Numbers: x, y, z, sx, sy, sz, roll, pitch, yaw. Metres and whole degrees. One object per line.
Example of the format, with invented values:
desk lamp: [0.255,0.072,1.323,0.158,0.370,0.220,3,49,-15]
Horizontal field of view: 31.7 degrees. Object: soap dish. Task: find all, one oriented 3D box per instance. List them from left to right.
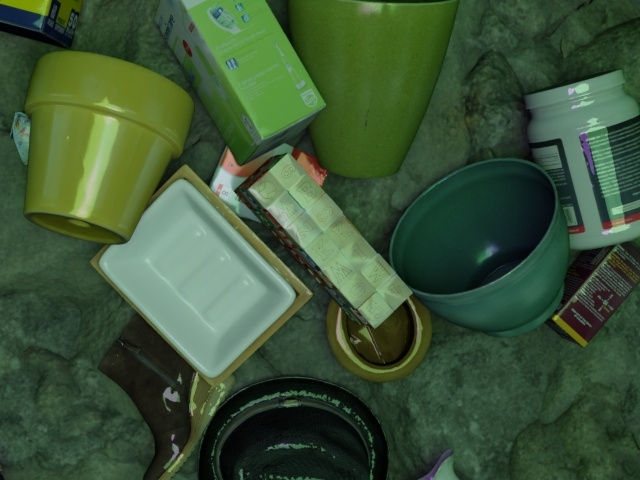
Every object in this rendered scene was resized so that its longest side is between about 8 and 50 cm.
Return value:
soap dish: [-0.188,0.056,1.815,0.229,0.118,0.291,-44,90,10]

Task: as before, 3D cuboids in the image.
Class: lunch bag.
lunch bag: [-0.469,-0.168,1.815,0.053,0.071,0.083,-19,100,-4]

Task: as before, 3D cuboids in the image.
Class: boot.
boot: [-0.281,0.267,1.861,0.207,0.090,0.248,31,74,-1]

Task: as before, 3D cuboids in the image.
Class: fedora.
fedora: [-0.037,0.387,1.880,0.334,0.152,0.334,-1,95,-8]
fedora: [0.096,0.144,1.918,0.194,0.079,0.194,0,86,-6]

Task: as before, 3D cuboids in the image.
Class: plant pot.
plant pot: [-0.340,-0.129,1.718,0.254,0.254,0.239,14,76,-9]
plant pot: [0.071,-0.258,1.810,0.275,0.275,0.293,1,111,-9]
plant pot: [0.287,0.037,1.858,0.293,0.293,0.196,-39,125,-4]

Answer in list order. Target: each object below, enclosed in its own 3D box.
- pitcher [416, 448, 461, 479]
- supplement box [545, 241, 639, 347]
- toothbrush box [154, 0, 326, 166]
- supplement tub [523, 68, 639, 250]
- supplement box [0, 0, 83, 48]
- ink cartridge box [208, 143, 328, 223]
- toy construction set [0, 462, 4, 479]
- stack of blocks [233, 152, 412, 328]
pitcher: [0.222,0.494,1.954,0.178,0.125,0.207,-37,88,17]
supplement box: [0.472,0.084,1.957,0.081,0.104,0.188,41,88,-10]
toothbrush box: [-0.132,-0.280,1.763,0.122,0.206,0.283,-29,91,-16]
supplement tub: [0.456,-0.135,1.893,0.191,0.191,0.272,-17,97,-7]
supplement box: [-0.448,-0.498,1.717,0.195,0.194,0.356,15,93,0]
ink cartridge box: [-0.088,-0.098,1.891,0.179,0.045,0.145,23,91,-7]
toy construction set: [-0.624,0.469,1.789,0.309,0.257,0.237,47,131,7]
stack of blocks: [0.000,0.000,1.808,0.087,0.171,0.297,-43,99,-8]
